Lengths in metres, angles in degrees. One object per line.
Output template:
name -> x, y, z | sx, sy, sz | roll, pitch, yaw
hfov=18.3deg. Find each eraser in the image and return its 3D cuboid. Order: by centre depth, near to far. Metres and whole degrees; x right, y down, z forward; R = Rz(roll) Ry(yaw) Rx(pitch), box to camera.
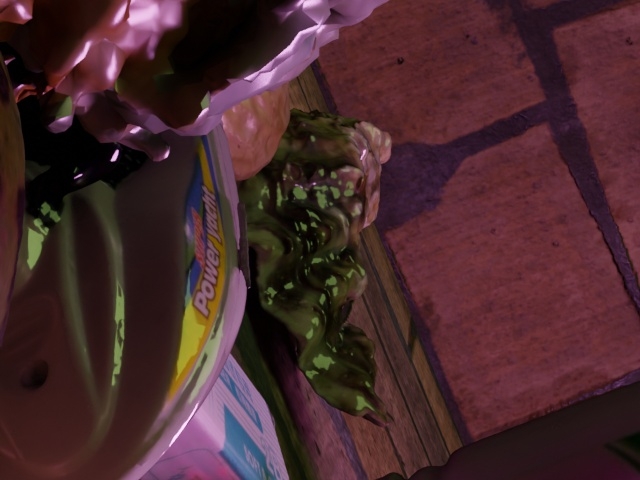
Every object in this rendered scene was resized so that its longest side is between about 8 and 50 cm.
eraser -> -0.071, 0.085, 1.026 | 0.225, 0.052, 0.095 | 61, 12, -58

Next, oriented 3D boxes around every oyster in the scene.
oyster -> 0.002, 0.000, 1.662 | 0.351, 0.115, 0.238 | -69, 139, -58

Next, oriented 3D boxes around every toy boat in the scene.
toy boat -> -0.100, -0.011, 0.737 | 0.269, 0.141, 0.140 | -93, 161, -66

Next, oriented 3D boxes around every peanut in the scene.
peanut -> -0.088, -0.147, 1.446 | 0.233, 0.110, 0.196 | -104, 171, -63

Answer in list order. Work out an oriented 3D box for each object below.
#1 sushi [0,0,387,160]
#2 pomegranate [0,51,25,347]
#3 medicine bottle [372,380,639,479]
sushi -> -0.140, -0.187, 0.610 | 0.417, 0.176, 0.417 | 47, 4, -5
pomegranate -> -0.138, -0.002, 0.415 | 0.169, 0.148, 0.148 | -25, -94, 58
medicine bottle -> 0.167, 0.225, 1.359 | 0.212, 0.325, 0.212 | -20, 90, -85
